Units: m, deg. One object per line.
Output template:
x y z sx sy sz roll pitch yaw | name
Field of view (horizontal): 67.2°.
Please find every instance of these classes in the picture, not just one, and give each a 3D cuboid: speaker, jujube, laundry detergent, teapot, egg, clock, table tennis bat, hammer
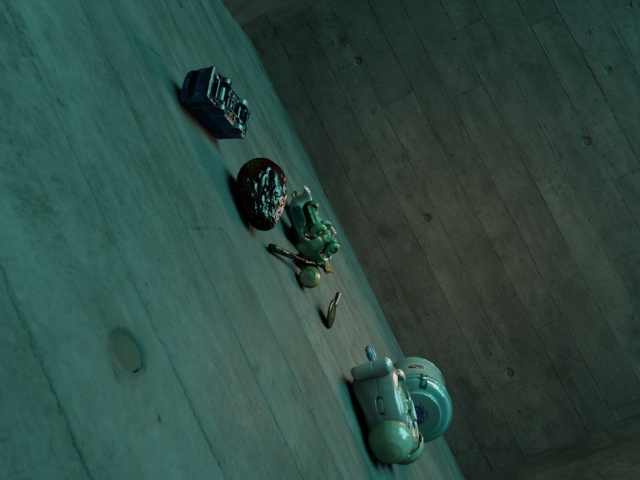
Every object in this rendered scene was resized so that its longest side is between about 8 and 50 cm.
-0.050 0.097 1.869 0.046 0.040 0.191 66 9 25 | speaker
-0.181 -0.141 1.474 0.168 0.167 0.237 52 29 -53 | jujube
0.403 0.678 2.041 0.288 0.287 0.305 64 8 0 | laundry detergent
-0.048 -0.102 2.150 0.298 0.139 0.204 56 9 -38 | teapot
-0.037 0.132 1.717 0.080 0.080 0.096 65 4 11 | egg
0.240 0.605 1.678 0.342 0.183 0.326 41 28 -56 | clock
0.001 0.252 1.837 0.170 0.118 0.108 -64 157 -52 | table tennis bat
-0.092 0.053 1.631 0.297 0.125 0.027 27 75 -63 | hammer

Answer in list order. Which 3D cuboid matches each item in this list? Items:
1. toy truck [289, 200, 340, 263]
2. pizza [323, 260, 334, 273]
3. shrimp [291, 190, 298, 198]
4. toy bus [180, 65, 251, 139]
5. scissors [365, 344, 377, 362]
-0.031 -0.026 1.960 0.279 0.156 0.155 52 14 -52 | toy truck
0.035 0.138 2.304 0.078 0.025 0.083 54 19 -27 | pizza
-0.126 -0.223 2.423 0.083 0.023 0.115 48 21 -51 | shrimp
-0.317 -0.409 1.456 0.234 0.133 0.116 46 50 -63 | toy bus
0.287 0.631 2.335 0.256 0.030 0.125 62 10 5 | scissors
